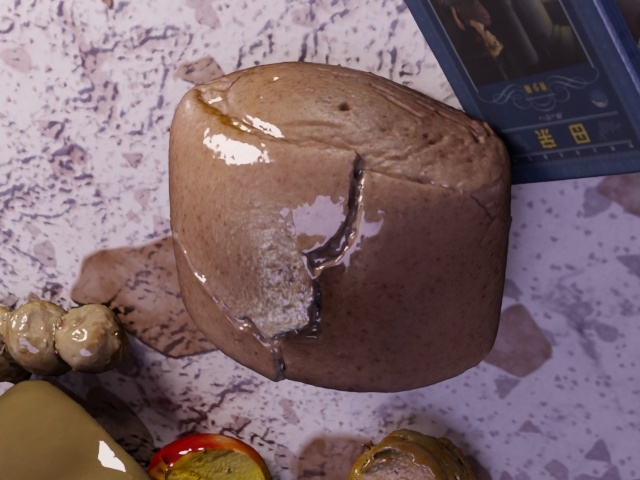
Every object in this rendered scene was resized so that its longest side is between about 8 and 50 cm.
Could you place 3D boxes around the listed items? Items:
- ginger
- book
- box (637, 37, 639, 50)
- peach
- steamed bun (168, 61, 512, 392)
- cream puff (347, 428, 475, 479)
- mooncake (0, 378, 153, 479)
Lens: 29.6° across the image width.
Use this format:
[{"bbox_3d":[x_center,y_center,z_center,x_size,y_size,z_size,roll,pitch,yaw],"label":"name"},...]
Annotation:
[{"bbox_3d":[-0.294,0.107,1.291,0.204,0.080,0.104,-9,130,31],"label":"ginger"},{"bbox_3d":[0.145,-0.163,0.908,0.191,0.025,0.269,-2,123,58],"label":"book"},{"bbox_3d":[0.326,-0.194,0.830,0.164,0.069,0.256,20,126,12],"label":"box"},{"bbox_3d":[-0.117,0.267,1.292,0.151,0.118,0.151,-1,109,-4],"label":"peach"},{"bbox_3d":[0.000,0.000,1.007,0.301,0.199,0.251,13,131,18],"label":"steamed bun"},{"bbox_3d":[0.094,0.245,1.187,0.133,0.104,0.119,12,92,9],"label":"cream puff"},{"bbox_3d":[-0.280,0.387,1.255,0.467,0.262,0.467,41,151,29],"label":"mooncake"}]
